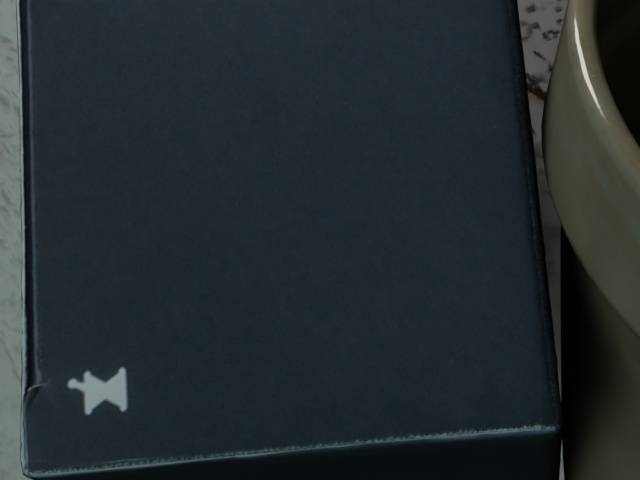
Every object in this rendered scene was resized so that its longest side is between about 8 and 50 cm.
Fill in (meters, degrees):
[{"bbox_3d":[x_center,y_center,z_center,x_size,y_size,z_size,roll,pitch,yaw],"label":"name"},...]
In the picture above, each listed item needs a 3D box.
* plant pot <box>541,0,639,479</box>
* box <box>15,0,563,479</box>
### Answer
[{"bbox_3d":[0.233,0.041,0.751,0.323,0.323,0.280,35,140,23],"label":"plant pot"},{"bbox_3d":[0.000,0.000,0.869,0.212,0.395,0.293,-6,73,6],"label":"box"}]
